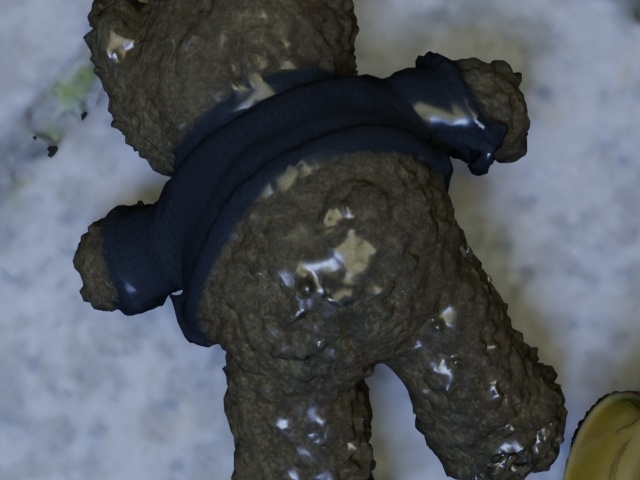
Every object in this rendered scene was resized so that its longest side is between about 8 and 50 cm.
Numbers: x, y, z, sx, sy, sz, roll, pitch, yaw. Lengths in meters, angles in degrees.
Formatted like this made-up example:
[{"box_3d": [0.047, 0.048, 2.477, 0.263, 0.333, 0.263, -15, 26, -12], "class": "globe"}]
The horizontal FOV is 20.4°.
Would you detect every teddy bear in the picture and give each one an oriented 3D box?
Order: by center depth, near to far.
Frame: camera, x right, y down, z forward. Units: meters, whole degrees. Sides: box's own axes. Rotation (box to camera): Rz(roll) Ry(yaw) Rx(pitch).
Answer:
[{"box_3d": [0.002, 0.000, 0.648, 0.182, 0.129, 0.251, -25, 87, -5], "class": "teddy bear"}]

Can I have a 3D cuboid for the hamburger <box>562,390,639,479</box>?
[{"box_3d": [0.167, 0.126, 0.633, 0.137, 0.175, 0.175, 4, 85, -13], "class": "hamburger"}]
